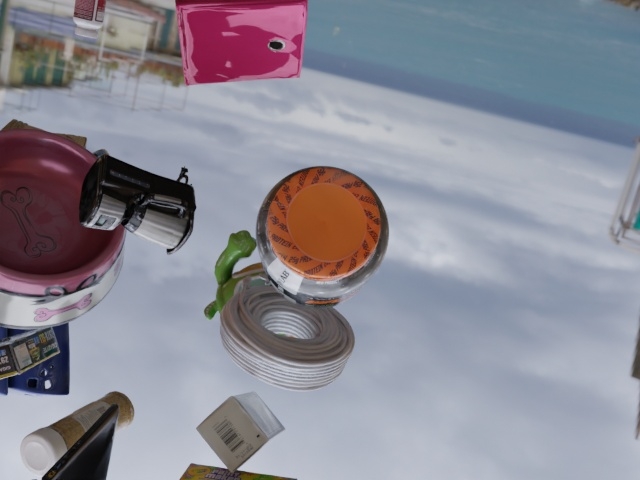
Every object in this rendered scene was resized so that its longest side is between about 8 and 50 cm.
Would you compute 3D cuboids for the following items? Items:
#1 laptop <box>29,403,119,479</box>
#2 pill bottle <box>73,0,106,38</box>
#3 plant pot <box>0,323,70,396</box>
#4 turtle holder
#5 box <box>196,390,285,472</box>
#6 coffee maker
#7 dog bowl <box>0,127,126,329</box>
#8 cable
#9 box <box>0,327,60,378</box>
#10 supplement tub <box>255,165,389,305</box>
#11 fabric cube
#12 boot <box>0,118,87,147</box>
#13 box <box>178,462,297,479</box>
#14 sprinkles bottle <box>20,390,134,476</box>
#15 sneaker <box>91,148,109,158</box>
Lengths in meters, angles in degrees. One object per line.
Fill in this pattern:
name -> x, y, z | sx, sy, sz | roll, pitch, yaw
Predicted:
laptop -> -0.549, 0.489, 1.255 | 0.236, 0.381, 0.408 | 17, -162, 6
pill bottle -> -0.672, -0.671, 2.222 | 0.086, 0.152, 0.086 | 13, -165, -3
plant pot -> -0.866, 0.340, 2.206 | 0.212, 0.235, 0.236 | 1, 171, -39
turtle holder -> -0.137, 0.150, 1.941 | 0.243, 0.227, 0.320 | 34, -155, -43
box -> -0.195, 0.480, 1.951 | 0.148, 0.121, 0.311 | 48, 177, 11
coffee maker -> -0.321, -0.074, 1.332 | 0.178, 0.120, 0.171 | 21, -154, -32
dog bowl -> -0.566, -0.042, 1.494 | 0.408, 0.407, 0.150 | 7, 150, -29
cable -> -0.066, 0.178, 1.438 | 0.257, 0.089, 0.257 | 22, -155, 8
box -> -0.812, 0.292, 1.783 | 0.322, 0.079, 0.257 | -15, -176, 1
supplement tub -> 0.000, 0.000, 1.250 | 0.207, 0.207, 0.338 | 14, 171, 1
fabric cube -> -0.178, -0.509, 1.621 | 0.258, 0.259, 0.254 | -6, 155, -9
boot -> -0.701, -0.185, 1.870 | 0.204, 0.095, 0.261 | 17, -131, -14
box -> -0.197, 0.709, 1.819 | 0.290, 0.279, 0.177 | 1, -155, 21
sprinkles bottle -> -0.669, 0.533, 2.137 | 0.121, 0.121, 0.355 | 18, -166, 19
sneaker -> -0.695, -0.214, 2.238 | 0.063, 0.162, 0.073 | 54, -161, 3
